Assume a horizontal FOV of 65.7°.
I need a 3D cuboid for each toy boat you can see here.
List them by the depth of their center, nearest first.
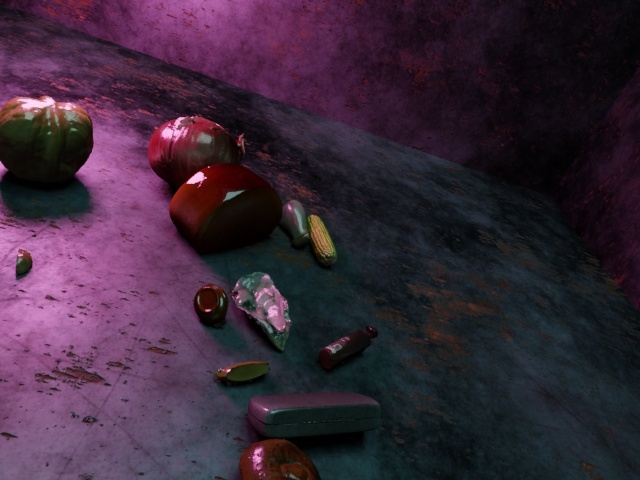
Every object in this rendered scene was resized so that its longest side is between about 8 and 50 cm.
[{"bbox_3d":[-0.200,0.339,1.277,0.149,0.049,0.047,-4,83,-30],"label":"toy boat"}]

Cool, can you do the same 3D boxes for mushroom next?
[{"bbox_3d":[-0.072,0.507,1.015,0.194,0.138,0.231,4,37,-29],"label":"mushroom"},{"bbox_3d":[-0.094,-0.068,1.904,0.225,0.116,0.093,54,7,33],"label":"mushroom"}]

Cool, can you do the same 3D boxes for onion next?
[{"bbox_3d":[-0.455,-0.324,1.852,0.353,0.354,0.354,16,32,-11],"label":"onion"}]

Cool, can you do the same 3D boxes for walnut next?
[{"bbox_3d":[-0.898,-0.328,1.617,0.282,0.277,0.253,20,35,-26],"label":"walnut"}]

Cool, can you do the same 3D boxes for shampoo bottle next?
[{"bbox_3d":[0.090,0.313,1.482,0.236,0.067,0.068,-15,58,-46],"label":"shampoo bottle"}]

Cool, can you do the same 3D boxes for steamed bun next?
[{"bbox_3d":[-0.309,-0.128,1.710,0.379,0.248,0.235,-16,48,-45],"label":"steamed bun"}]

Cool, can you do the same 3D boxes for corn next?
[{"bbox_3d":[0.000,0.000,1.874,0.081,0.081,0.248,7,35,-25],"label":"corn"}]

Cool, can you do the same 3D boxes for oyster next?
[{"bbox_3d":[-0.164,0.189,1.481,0.252,0.087,0.199,25,40,17],"label":"oyster"}]

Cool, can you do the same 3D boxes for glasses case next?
[{"bbox_3d":[-0.010,0.418,1.201,0.323,0.074,0.131,7,-2,-27],"label":"glasses case"}]

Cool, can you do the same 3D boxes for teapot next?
[{"bbox_3d":[-0.307,0.187,1.415,0.098,0.078,0.129,-30,60,-3],"label":"teapot"}]

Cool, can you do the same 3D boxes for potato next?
[{"bbox_3d":[-0.796,0.049,1.333,0.037,0.036,0.093,2,37,-25],"label":"potato"}]
